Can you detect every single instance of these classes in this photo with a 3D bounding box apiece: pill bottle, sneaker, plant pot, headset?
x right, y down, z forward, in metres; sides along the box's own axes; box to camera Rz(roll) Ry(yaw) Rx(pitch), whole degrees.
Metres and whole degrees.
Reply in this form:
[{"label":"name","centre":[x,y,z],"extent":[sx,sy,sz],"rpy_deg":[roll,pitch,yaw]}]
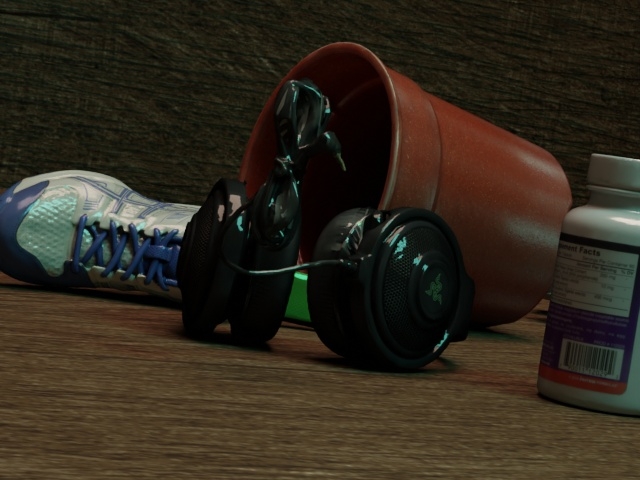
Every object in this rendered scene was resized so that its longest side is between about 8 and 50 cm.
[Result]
[{"label":"pill bottle","centre":[0.235,0.033,1.421],"extent":[0.108,0.194,0.108],"rpy_deg":[9,3,-1]},{"label":"sneaker","centre":[-0.160,0.001,1.679],"extent":[0.296,0.112,0.131],"rpy_deg":[5,5,-34]},{"label":"plant pot","centre":[0.096,-0.033,1.855],"extent":[0.265,0.272,0.272],"rpy_deg":[16,-1,-33]},{"label":"headset","centre":[0.000,0.000,1.474],"extent":[0.243,0.185,0.394],"rpy_deg":[9,-8,12]}]

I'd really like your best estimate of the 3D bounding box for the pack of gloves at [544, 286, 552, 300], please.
[{"label":"pack of gloves","centre":[0.356,0.095,2.140],"extent":[0.232,0.046,0.195],"rpy_deg":[12,-7,15]}]
